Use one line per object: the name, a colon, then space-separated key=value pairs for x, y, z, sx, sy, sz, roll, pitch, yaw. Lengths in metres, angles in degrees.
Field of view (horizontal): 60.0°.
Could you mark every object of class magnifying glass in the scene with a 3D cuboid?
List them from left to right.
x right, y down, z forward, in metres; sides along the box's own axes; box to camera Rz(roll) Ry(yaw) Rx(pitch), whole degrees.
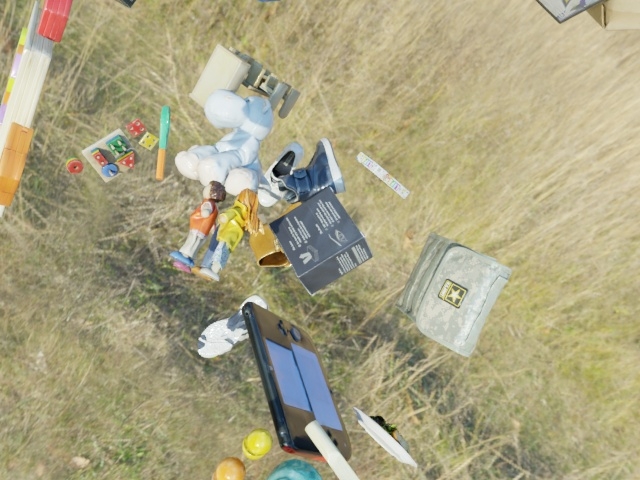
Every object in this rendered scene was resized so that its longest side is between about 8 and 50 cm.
magnifying glass: x=-0.477 y=-0.298 z=1.686 sx=0.026 sy=0.092 sz=0.231 roll=6 pitch=80 yaw=-10

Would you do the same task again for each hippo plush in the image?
hippo plush: x=-0.193 y=-0.243 z=1.373 sx=0.294 sy=0.237 sz=0.234 roll=14 pitch=12 yaw=-25

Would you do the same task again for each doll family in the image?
doll family: x=-0.164 y=-0.014 z=0.943 sx=0.118 sy=0.263 sz=0.163 roll=27 pitch=78 yaw=-11

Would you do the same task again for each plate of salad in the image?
plate of salad: x=0.157 y=0.461 z=1.322 sx=0.200 sy=0.200 sz=0.048 roll=45 pitch=74 yaw=-4

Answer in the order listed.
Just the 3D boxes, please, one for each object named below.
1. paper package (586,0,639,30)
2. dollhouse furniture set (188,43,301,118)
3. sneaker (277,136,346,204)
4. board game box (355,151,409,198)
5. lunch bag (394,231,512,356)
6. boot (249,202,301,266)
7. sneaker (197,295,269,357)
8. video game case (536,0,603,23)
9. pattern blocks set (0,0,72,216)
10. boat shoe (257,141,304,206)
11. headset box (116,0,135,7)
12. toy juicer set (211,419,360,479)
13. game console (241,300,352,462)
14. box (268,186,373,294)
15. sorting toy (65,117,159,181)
paper package: x=0.738 y=-0.566 z=1.168 sx=0.324 sy=0.168 sz=0.310 roll=2 pitch=38 yaw=7
dollhouse furniture set: x=-0.220 y=-0.421 z=1.552 sx=0.212 sy=0.161 sz=0.242 roll=40 pitch=18 yaw=22
sneaker: x=-0.034 y=-0.179 z=1.424 sx=0.226 sy=0.163 sz=0.086 roll=-102 pitch=174 yaw=-53
board game box: x=0.178 y=-0.186 z=1.584 sx=0.154 sy=0.026 sz=0.103 roll=33 pitch=10 yaw=-39
lunch bag: x=0.335 y=0.129 z=1.383 sx=0.168 sy=0.235 sz=0.287 roll=24 pitch=5 yaw=-16
boot: x=-0.065 y=-0.025 z=1.639 sx=0.294 sy=0.104 sz=0.211 roll=-19 pitch=44 yaw=-7
sneaker: x=-0.238 y=0.263 z=1.612 sx=0.235 sy=0.153 sz=0.094 roll=-45 pitch=68 yaw=-8
video game case: x=0.392 y=-0.424 z=0.757 sx=0.274 sy=0.248 sz=0.035 roll=10 pitch=67 yaw=-45
pattern blocks set: x=-0.299 y=-0.133 z=0.546 sx=0.026 sy=0.325 sz=0.285 roll=15 pitch=16 yaw=-32
boat shoe: x=-0.148 y=-0.217 z=1.877 sx=0.095 sy=0.258 sz=0.084 roll=30 pitch=26 yaw=1
headset box: x=-0.492 y=-0.728 z=1.330 sx=0.283 sy=0.246 sz=0.131 roll=38 pitch=0 yaw=36
toy juicer set: x=-0.064 y=0.463 z=1.085 sx=0.089 sy=0.328 sz=0.209 roll=43 pitch=24 yaw=-59
game console: x=-0.055 y=0.362 z=1.398 sx=0.342 sy=0.060 sz=0.387 roll=48 pitch=16 yaw=-54
box: x=0.000 y=0.000 z=1.163 sx=0.156 sy=0.158 sz=0.093 roll=59 pitch=-1 yaw=34
sorting toy: x=-0.620 y=-0.255 z=1.690 sx=0.274 sy=0.132 sz=0.046 roll=-35 pitch=51 yaw=-10
